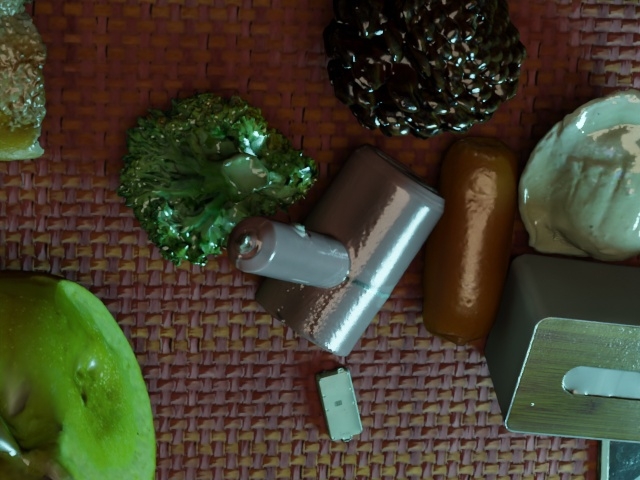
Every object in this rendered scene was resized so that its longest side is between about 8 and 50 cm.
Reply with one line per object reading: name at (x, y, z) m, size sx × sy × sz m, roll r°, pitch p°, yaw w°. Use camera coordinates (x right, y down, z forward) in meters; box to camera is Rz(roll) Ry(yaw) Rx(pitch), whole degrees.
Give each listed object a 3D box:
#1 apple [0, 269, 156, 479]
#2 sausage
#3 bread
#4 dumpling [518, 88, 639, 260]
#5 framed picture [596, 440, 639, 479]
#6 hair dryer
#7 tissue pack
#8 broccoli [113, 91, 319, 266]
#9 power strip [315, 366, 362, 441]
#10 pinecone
apple at (-0.344, 0.221, 1.749) m, size 0.374 × 0.374 × 0.384 m, roll 15°, pitch 101°, yaw -14°
sausage at (0.167, 0.003, 1.921) m, size 0.098 × 0.098 × 0.238 m, roll 6°, pitch 101°, yaw -12°
bread at (-0.369, -0.234, 1.723) m, size 0.192 × 0.171 × 0.314 m, roll 1°, pitch 102°, yaw -15°
dumpling at (0.308, -0.059, 1.902) m, size 0.179 × 0.131 × 0.252 m, roll -10°, pitch 139°, yaw 4°
framed picture at (0.433, 0.257, 2.069) m, size 0.203 × 0.015 × 0.150 m, roll -2°, pitch 103°, yaw -10°
hair dryer at (0.000, 0.000, 1.769) m, size 0.125 × 0.352 × 0.210 m, roll 36°, pitch 97°, yaw 18°
tissue pack at (0.328, 0.123, 1.935) m, size 0.246 × 0.136 × 0.159 m, roll 6°, pitch 122°, yaw -11°
broccoli at (-0.100, -0.064, 1.802) m, size 0.220 × 0.194 × 0.194 m, roll -4°, pitch 104°, yaw -20°
power strip at (0.022, 0.189, 1.976) m, size 0.040 × 0.016 × 0.090 m, roll -15°, pitch 106°, yaw -7°
pinecone at (0.098, -0.203, 1.803) m, size 0.221 × 0.221 × 0.221 m, roll -2°, pitch 104°, yaw -10°
